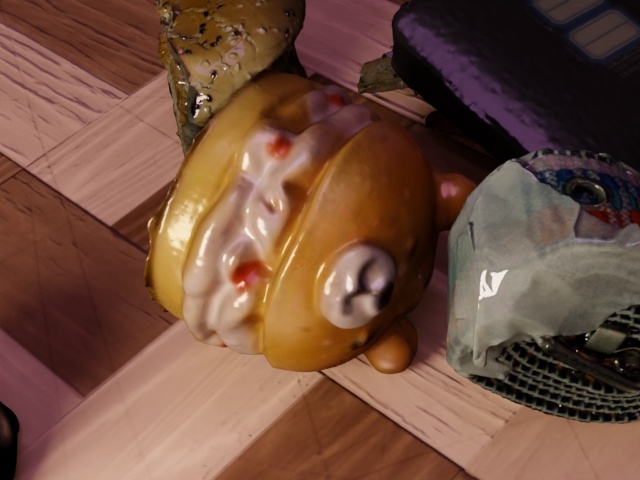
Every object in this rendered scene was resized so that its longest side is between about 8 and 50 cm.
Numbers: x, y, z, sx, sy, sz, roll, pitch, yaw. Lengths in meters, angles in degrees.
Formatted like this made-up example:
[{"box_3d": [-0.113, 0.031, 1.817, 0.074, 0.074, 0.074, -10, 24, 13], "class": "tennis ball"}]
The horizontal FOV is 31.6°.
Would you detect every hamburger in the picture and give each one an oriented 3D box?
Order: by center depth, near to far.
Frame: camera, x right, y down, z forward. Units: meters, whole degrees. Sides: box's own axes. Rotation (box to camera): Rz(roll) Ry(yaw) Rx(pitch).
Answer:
[{"box_3d": [0.000, 0.000, 1.037, 0.237, 0.276, 0.276, 27, 55, 15], "class": "hamburger"}, {"box_3d": [-0.098, -0.218, 1.313, 0.192, 0.167, 0.288, -18, 46, -4], "class": "hamburger"}]

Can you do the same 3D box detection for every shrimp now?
[{"box_3d": [0.172, -0.172, 1.305, 0.253, 0.058, 0.173, -8, 54, -1], "class": "shrimp"}]

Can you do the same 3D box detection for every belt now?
[{"box_3d": [0.224, 0.043, 0.954, 0.258, 0.207, 0.150, 26, 39, -23], "class": "belt"}]

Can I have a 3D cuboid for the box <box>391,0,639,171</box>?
[{"box_3d": [0.296, -0.197, 1.240, 0.359, 0.091, 0.350, -34, 65, -23], "class": "box"}]

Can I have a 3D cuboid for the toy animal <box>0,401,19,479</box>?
[{"box_3d": [-0.374, 0.148, 0.971, 0.187, 0.235, 0.165, 25, 61, 30], "class": "toy animal"}]
